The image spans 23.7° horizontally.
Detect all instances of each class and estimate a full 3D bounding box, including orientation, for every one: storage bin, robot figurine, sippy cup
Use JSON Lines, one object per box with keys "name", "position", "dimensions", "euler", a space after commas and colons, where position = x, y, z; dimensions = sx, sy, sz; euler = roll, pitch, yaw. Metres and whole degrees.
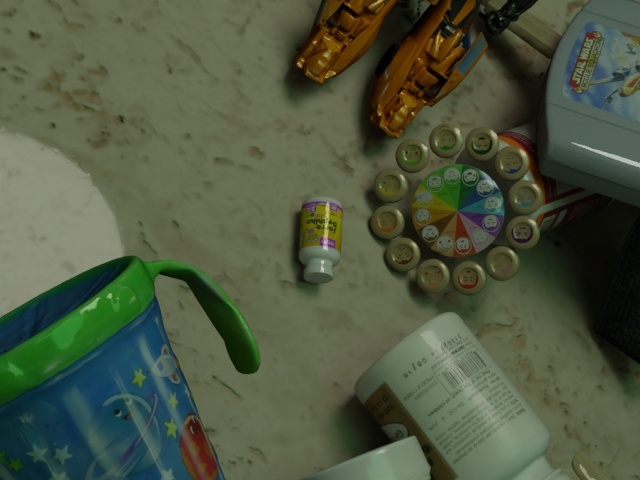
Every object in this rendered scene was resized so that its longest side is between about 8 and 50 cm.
{"name": "storage bin", "position": [0.389, 0.043, 1.692], "dimensions": [0.122, 0.180, 0.084], "euler": [-28, 52, -36]}
{"name": "robot figurine", "position": [0.114, -0.261, 1.611], "dimensions": [0.211, 0.291, 0.085], "euler": [34, 14, -15]}
{"name": "sippy cup", "position": [-0.198, 0.165, 1.276], "dimensions": [0.224, 0.305, 0.240], "euler": [61, 9, -9]}

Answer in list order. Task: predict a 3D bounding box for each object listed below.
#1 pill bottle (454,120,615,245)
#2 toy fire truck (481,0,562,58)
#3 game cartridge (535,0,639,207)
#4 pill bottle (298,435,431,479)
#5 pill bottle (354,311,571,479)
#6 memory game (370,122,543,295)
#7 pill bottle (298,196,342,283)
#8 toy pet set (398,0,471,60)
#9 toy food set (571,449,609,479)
{"name": "pill bottle", "position": [0.264, -0.078, 1.708], "dimensions": [0.221, 0.121, 0.121], "euler": [-19, 82, -36]}
{"name": "toy fire truck", "position": [0.238, -0.341, 1.803], "dimensions": [0.217, 0.158, 0.246], "euler": [-20, 102, -31]}
{"name": "game cartridge", "position": [0.344, -0.159, 1.668], "dimensions": [0.198, 0.062, 0.297], "euler": [22, 48, 4]}
{"name": "pill bottle", "position": [0.086, 0.341, 1.399], "dimensions": [0.169, 0.169, 0.302], "euler": [-16, 80, -35]}
{"name": "pill bottle", "position": [0.149, 0.195, 1.495], "dimensions": [0.131, 0.131, 0.229], "euler": [-29, 75, -36]}
{"name": "memory game", "position": [0.143, -0.032, 1.606], "dimensions": [0.186, 0.012, 0.186], "euler": [0, 89, 11]}
{"name": "pill bottle", "position": [0.000, 0.000, 1.561], "dimensions": [0.043, 0.043, 0.083], "euler": [15, 64, -26]}
{"name": "toy pet set", "position": [0.149, -0.263, 1.720], "dimensions": [0.065, 0.122, 0.114], "euler": [-1, 87, -38]}
{"name": "toy food set", "position": [0.229, 0.329, 1.546], "dimensions": [0.218, 0.071, 0.128], "euler": [-34, 66, -30]}
